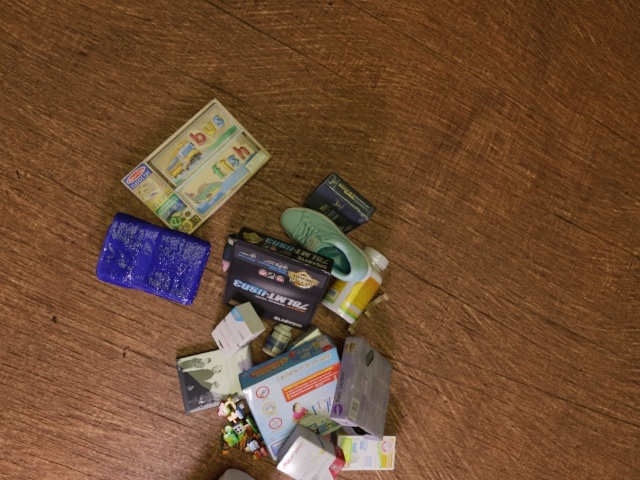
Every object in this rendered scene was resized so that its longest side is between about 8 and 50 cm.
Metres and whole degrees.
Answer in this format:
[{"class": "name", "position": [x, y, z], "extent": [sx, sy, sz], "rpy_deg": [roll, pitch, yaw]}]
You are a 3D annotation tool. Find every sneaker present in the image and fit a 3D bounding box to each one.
[{"class": "sneaker", "position": [-0.170, 0.089, 1.406], "extent": [0.318, 0.112, 0.131], "rpy_deg": [22, 100, -7]}, {"class": "sneaker", "position": [0.000, 0.000, 1.343], "extent": [0.365, 0.150, 0.135], "rpy_deg": [33, 101, 22]}]

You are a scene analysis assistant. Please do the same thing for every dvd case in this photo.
[{"class": "dvd case", "position": [-0.333, 0.443, 1.381], "extent": [0.238, 0.029, 0.180], "rpy_deg": [-11, 89, -12]}]

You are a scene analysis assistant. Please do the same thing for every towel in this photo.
[{"class": "towel", "position": [-0.516, 0.064, 1.313], "extent": [0.308, 0.076, 0.228], "rpy_deg": [18, 101, -9]}]

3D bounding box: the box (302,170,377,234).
[{"class": "box", "position": [0.056, -0.112, 1.382], "extent": [0.183, 0.232, 0.059], "rpy_deg": [40, 69, -8]}]

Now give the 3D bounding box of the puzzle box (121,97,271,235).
[{"class": "puzzle box", "position": [-0.396, -0.234, 1.390], "extent": [0.272, 0.052, 0.409], "rpy_deg": [45, 80, -6]}]

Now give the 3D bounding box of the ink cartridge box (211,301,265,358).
[{"class": "ink cartridge box", "position": [-0.263, 0.285, 1.344], "extent": [0.060, 0.180, 0.104], "rpy_deg": [-17, 68, -50]}]

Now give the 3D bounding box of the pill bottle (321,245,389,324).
[{"class": "pill bottle", "position": [0.123, 0.147, 1.432], "extent": [0.136, 0.136, 0.246], "rpy_deg": [36, 81, -8]}]

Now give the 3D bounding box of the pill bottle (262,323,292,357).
[{"class": "pill bottle", "position": [-0.137, 0.322, 1.407], "extent": [0.067, 0.067, 0.120], "rpy_deg": [29, 82, -9]}]

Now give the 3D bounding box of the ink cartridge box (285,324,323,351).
[{"class": "ink cartridge box", "position": [-0.051, 0.340, 1.412], "extent": [0.122, 0.088, 0.052], "rpy_deg": [-37, 95, -10]}]

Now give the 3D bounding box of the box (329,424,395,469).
[{"class": "box", "position": [0.139, 0.691, 1.426], "extent": [0.203, 0.103, 0.114], "rpy_deg": [6, 87, -11]}]

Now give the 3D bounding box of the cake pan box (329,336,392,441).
[{"class": "cake pan box", "position": [0.138, 0.475, 1.344], "extent": [0.246, 0.070, 0.267], "rpy_deg": [45, 47, -40]}]

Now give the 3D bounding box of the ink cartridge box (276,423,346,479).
[{"class": "ink cartridge box", "position": [-0.030, 0.671, 1.309], "extent": [0.175, 0.072, 0.127], "rpy_deg": [35, 94, -9]}]

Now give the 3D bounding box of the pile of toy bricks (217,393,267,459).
[{"class": "pile of toy bricks", "position": [-0.260, 0.610, 1.343], "extent": [0.105, 0.118, 0.212], "rpy_deg": [-30, 104, -4]}]

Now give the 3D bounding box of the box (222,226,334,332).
[{"class": "box", "position": [-0.137, 0.130, 1.304], "extent": [0.295, 0.073, 0.293], "rpy_deg": [20, 128, -1]}]

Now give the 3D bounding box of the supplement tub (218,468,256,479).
[{"class": "supplement tub", "position": [-0.305, 0.891, 1.258], "extent": [0.241, 0.241, 0.331], "rpy_deg": [39, 81, -7]}]

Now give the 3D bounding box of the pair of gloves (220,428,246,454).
[{"class": "pair of gloves", "position": [-0.284, 0.658, 1.389], "extent": [0.083, 0.010, 0.074], "rpy_deg": [-5, 83, -11]}]

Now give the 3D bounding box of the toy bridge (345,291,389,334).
[{"class": "toy bridge", "position": [0.156, 0.251, 1.471], "extent": [0.188, 0.063, 0.026], "rpy_deg": [-43, 96, -9]}]

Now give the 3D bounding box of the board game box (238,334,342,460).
[{"class": "board game box", "position": [-0.064, 0.499, 1.352], "extent": [0.308, 0.086, 0.302], "rpy_deg": [-21, 112, -12]}]
